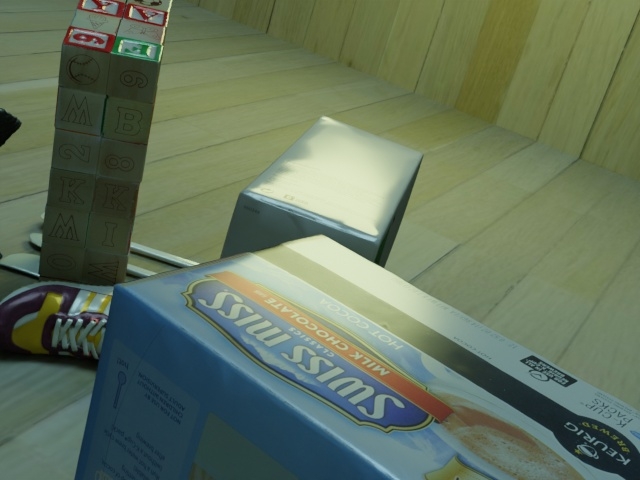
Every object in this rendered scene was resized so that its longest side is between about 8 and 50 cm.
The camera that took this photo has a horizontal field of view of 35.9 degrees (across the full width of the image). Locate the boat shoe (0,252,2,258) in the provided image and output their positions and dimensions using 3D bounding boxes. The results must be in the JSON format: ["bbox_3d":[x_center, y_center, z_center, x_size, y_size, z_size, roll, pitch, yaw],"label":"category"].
[{"bbox_3d":[-0.365,0.008,1.025,0.083,0.065,0.183,16,28,-8],"label":"boat shoe"}]

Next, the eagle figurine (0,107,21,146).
[{"bbox_3d":[-0.433,-0.086,0.966,0.225,0.226,0.298,-1,29,-34],"label":"eagle figurine"}]

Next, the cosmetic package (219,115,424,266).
[{"bbox_3d":[0.000,0.000,1.139,0.155,0.197,0.365,20,23,7],"label":"cosmetic package"}]

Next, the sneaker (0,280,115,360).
[{"bbox_3d":[-0.219,0.083,0.939,0.185,0.069,0.084,-4,25,-41],"label":"sneaker"}]

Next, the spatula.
[{"bbox_3d":[-0.224,0.027,1.139,0.242,0.019,0.168,17,21,-1],"label":"spatula"}]

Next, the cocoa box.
[{"bbox_3d":[0.030,0.180,0.670,0.347,0.231,0.228,30,26,30],"label":"cocoa box"}]

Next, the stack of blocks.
[{"bbox_3d":[-0.223,-0.089,1.010,0.087,0.297,0.171,10,31,-11],"label":"stack of blocks"}]
